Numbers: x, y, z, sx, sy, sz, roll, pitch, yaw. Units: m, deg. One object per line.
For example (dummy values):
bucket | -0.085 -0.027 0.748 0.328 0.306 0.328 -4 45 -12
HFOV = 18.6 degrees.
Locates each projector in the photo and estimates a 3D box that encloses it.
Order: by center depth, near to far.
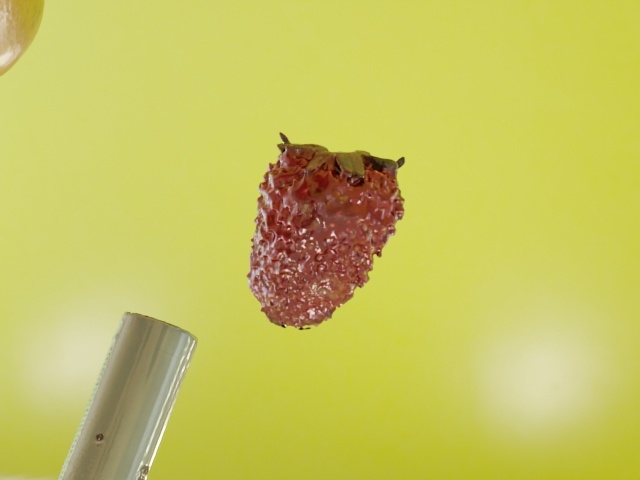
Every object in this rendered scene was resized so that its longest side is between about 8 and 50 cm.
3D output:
projector | -0.260 0.260 2.461 0.108 0.337 0.108 19 166 5

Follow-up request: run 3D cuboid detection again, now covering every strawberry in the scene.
strawberry | -0.002 -0.001 2.034 0.167 0.208 0.087 9 -175 19

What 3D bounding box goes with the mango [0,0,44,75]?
mango | -0.235 -0.170 1.309 0.102 0.141 0.217 -22 172 4
